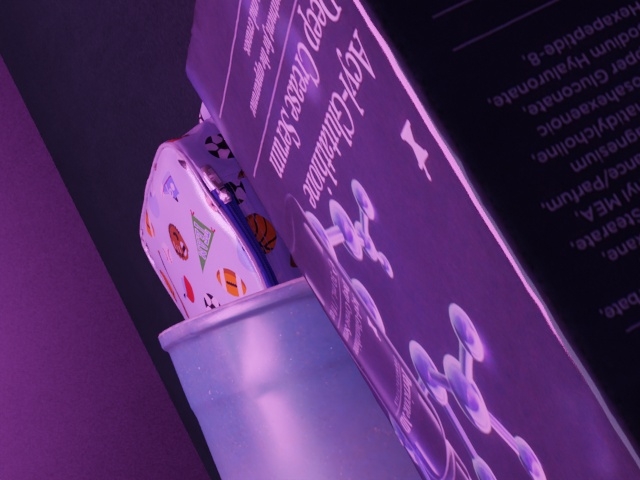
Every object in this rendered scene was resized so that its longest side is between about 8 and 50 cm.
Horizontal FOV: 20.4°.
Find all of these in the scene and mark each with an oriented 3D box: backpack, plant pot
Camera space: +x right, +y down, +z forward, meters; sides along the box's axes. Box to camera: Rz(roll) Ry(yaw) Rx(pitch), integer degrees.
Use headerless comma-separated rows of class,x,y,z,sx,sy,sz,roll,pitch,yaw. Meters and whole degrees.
backpack,0.000,0.000,1.319,0.263,0.213,0.276,49,160,12
plant pot,0.069,0.137,1.056,0.271,0.271,0.255,146,108,-76

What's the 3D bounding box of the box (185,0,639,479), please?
box,0.126,-0.017,0.791,0.395,0.212,0.293,59,165,13
